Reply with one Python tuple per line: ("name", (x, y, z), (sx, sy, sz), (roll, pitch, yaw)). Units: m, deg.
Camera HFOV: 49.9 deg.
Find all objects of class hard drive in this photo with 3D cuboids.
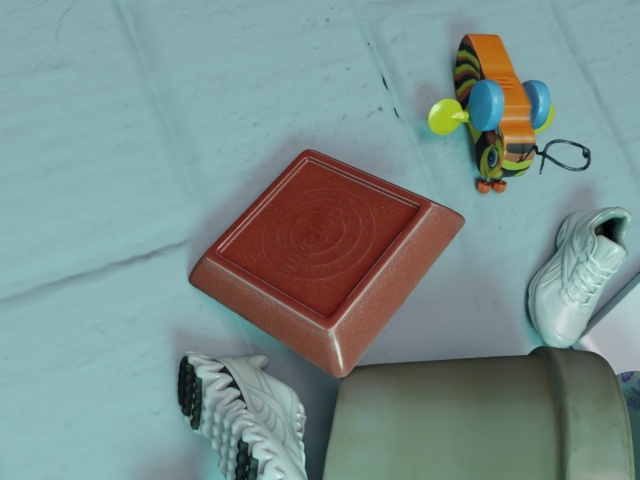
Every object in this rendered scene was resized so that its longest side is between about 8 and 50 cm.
("hard drive", (0.530, 0.212, 0.998), (0.210, 0.040, 0.319), (-36, 86, -21))

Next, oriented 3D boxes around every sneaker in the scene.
("sneaker", (-0.058, 0.210, 0.738), (0.118, 0.292, 0.110), (-2, 118, -30))
("sneaker", (0.369, 0.041, 0.963), (0.090, 0.115, 0.232), (28, 69, -6))

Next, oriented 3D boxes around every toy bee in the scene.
("toy bee", (0.247, -0.154, 0.987), (0.195, 0.162, 0.298), (13, 46, -3))

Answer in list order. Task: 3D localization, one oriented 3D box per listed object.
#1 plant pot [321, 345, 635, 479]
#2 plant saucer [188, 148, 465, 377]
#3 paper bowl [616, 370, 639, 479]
("plant pot", (0.147, 0.258, 0.765), (0.280, 0.323, 0.323), (10, 71, 6))
("plant saucer", (0.000, 0.000, 0.839), (0.259, 0.048, 0.258), (28, 64, 31))
("paper bowl", (0.414, 0.304, 0.803), (0.148, 0.284, 0.284), (10, 72, -5))
